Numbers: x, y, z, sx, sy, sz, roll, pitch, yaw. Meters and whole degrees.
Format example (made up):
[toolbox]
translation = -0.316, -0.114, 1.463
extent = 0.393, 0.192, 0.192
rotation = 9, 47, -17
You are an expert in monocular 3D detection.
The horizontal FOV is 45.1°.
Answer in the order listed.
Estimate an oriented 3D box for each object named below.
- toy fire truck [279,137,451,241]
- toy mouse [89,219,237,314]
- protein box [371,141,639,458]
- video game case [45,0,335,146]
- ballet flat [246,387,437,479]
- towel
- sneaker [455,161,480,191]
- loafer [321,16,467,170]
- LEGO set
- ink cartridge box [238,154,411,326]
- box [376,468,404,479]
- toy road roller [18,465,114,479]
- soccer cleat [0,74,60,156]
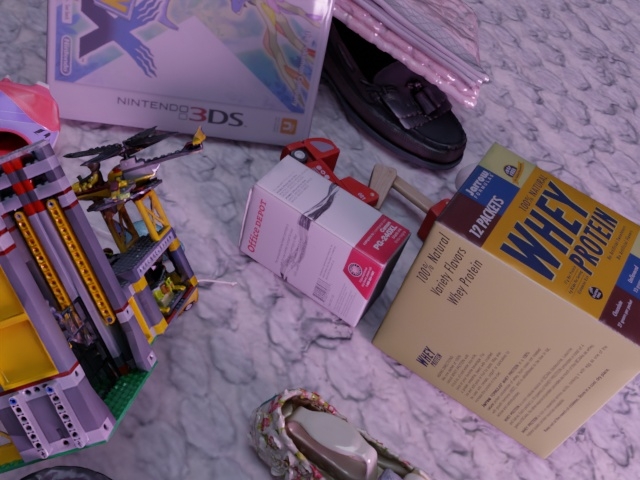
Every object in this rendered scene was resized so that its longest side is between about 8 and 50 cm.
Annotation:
[toy fire truck]
translation = 0.056, -0.051, 0.875
extent = 0.135, 0.047, 0.192
rotation = -22, 60, -30
[toy mouse]
translation = -0.186, 0.020, 0.755
extent = 0.161, 0.031, 0.143
rotation = -29, 65, -33
[protein box]
translation = 0.188, 0.059, 0.724
extent = 0.201, 0.199, 0.136
rotation = 33, 50, 11
[video game case]
translation = -0.132, -0.269, 0.820
extent = 0.300, 0.329, 0.036
rotation = 6, 28, -12
[ballet flat]
translation = 0.044, 0.205, 0.644
extent = 0.241, 0.077, 0.091
rotation = 30, 49, 8
[towel]
translation = 0.073, -0.332, 1.004
extent = 0.332, 0.053, 0.317
rotation = 31, 30, -14
[sneaker]
translation = 0.249, -0.016, 0.891
extent = 0.212, 0.080, 0.094
rotation = 25, 61, 3
[loafer]
translation = 0.074, -0.213, 0.978
extent = 0.109, 0.095, 0.302
rotation = -28, 64, -35
[LEGO set]
translation = -0.230, 0.018, 0.531
extent = 0.255, 0.192, 0.331
rotation = -16, 17, 20
[ink cartridge box]
translation = 0.000, 0.000, 0.775
extent = 0.150, 0.109, 0.063
rotation = 34, 52, 11
[box]
translation = 0.083, 0.308, 0.513
extent = 0.247, 0.163, 0.142
rotation = 36, 50, 14
[toy road roller]
translation = -0.201, 0.300, 0.421
extent = 0.330, 0.202, 0.240
rotation = -24, 73, -32
[soccer cleat]
translation = -0.396, -0.129, 0.788
extent = 0.248, 0.083, 0.095
rotation = 7, 62, -11
